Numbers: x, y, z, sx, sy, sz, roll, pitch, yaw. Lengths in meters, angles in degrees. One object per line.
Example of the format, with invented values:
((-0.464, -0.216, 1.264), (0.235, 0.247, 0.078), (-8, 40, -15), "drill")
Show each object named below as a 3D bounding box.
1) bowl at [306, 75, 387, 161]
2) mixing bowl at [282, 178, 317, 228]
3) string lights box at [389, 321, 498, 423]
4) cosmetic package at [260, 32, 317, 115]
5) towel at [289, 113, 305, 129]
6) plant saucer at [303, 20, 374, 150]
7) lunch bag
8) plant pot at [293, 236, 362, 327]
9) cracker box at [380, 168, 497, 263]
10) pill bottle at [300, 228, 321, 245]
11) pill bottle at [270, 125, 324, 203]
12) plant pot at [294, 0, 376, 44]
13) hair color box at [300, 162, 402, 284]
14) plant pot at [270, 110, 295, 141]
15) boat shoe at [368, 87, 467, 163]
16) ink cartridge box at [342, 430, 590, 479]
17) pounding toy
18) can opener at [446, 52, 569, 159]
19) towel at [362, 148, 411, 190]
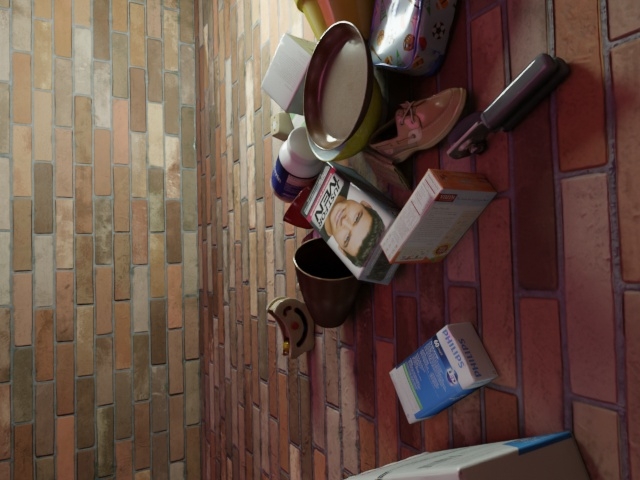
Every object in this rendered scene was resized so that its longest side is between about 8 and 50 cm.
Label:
((0.091, -0.360, 1.355), (0.289, 0.155, 0.290), (2, 93, 60), "bowl")
((-0.029, -0.104, 1.595), (0.098, 0.181, 0.181), (39, 136, 4), "mixing bowl")
((0.272, 0.309, 1.117), (0.260, 0.076, 0.134), (-56, 44, 45), "string lights box")
((-0.056, -0.497, 1.478), (0.151, 0.151, 0.184), (49, 123, 27), "cosmetic package")
((-0.042, -0.454, 1.650), (0.248, 0.038, 0.325), (-35, 69, 62), "towel")
((0.047, -0.382, 1.226), (0.310, 0.050, 0.311), (-2, 88, 61), "plant saucer")
((0.218, -0.564, 1.175), (0.243, 0.114, 0.304), (43, 128, 55), "lunch bag")
((0.029, 0.142, 1.456), (0.215, 0.215, 0.231), (-130, 33, -49), "plant pot")
((0.253, -0.047, 1.068), (0.232, 0.155, 0.067), (-61, 40, 41), "cracker box")
((0.000, 0.000, 1.593), (0.152, 0.086, 0.086), (-40, 56, 55), "pill bottle")
((-0.072, -0.247, 1.608), (0.265, 0.153, 0.153), (122, 139, -60), "pill bottle")
((0.062, -0.639, 1.337), (0.254, 0.253, 0.239), (-6, 99, 61), "plant pot")
((0.097, -0.061, 1.357), (0.374, 0.113, 0.186), (49, 119, 49), "hair color box")
((-0.128, -0.429, 1.809), (0.109, 0.096, 0.109), (-2, 88, 61), "plant pot")
((0.220, -0.277, 1.154), (0.302, 0.098, 0.109), (-27, 43, 61), "boat shoe")
((0.261, 0.497, 0.925), (0.395, 0.285, 0.166), (-45, 52, 52), "ink cartridge box")
((-0.089, 0.275, 1.687), (0.154, 0.154, 0.270), (-3, 88, 61), "pounding toy")
((0.351, -0.267, 0.972), (0.283, 0.075, 0.095), (-50, 49, 48), "can opener")
((0.171, -0.185, 1.276), (0.027, 0.110, 0.148), (-45, 39, -3), "towel")
